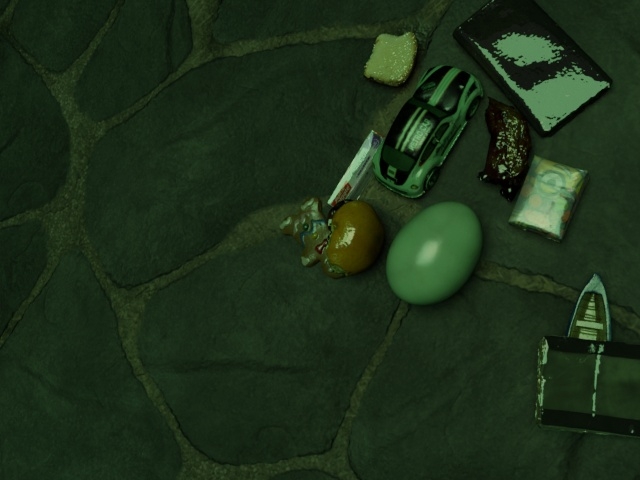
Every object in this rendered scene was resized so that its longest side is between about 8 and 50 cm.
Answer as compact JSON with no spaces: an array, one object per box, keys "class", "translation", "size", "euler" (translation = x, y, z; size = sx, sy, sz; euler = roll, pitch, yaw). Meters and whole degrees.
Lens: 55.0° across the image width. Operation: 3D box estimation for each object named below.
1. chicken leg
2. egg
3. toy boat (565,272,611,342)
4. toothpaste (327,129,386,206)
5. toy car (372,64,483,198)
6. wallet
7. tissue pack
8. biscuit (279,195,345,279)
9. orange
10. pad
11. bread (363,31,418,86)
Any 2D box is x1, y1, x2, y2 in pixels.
[{"class":"chicken leg","translation":[0.382,-0.193,1.271],"size":[0.105,0.063,0.233],"euler":[5,81,19]},{"class":"egg","translation":[0.230,0.026,1.237],"size":[0.168,0.168,0.230],"euler":[37,92,24]},{"class":"toy boat","translation":[0.506,0.175,1.161],"size":[0.080,0.046,0.228],"euler":[6,83,25]},{"class":"toothpaste","translation":[0.089,-0.153,1.400],"size":[0.047,0.040,0.196],"euler":[34,95,26]},{"class":"toy car","translation":[0.222,-0.244,1.314],"size":[0.136,0.125,0.305],"euler":[33,96,25]},{"class":"wallet","translation":[0.438,-0.382,1.291],"size":[0.170,0.044,0.321],"euler":[-39,72,13]},{"class":"tissue pack","translation":[0.453,-0.083,1.221],"size":[0.109,0.060,0.148],"euler":[22,89,26]},{"class":"biscuit","translation":[0.000,0.000,1.417],"size":[0.138,0.031,0.205],"euler":[-40,70,12]},{"class":"orange","translation":[0.080,-0.005,1.319],"size":[0.112,0.160,0.169],"euler":[-7,121,41]},{"class":"pad","translation":[0.513,0.268,1.115],"size":[0.233,0.022,0.174],"euler":[5,84,8]},{"class":"bread","translation":[0.167,-0.415,1.413],"size":[0.126,0.044,0.129],"euler":[18,91,32]}]
